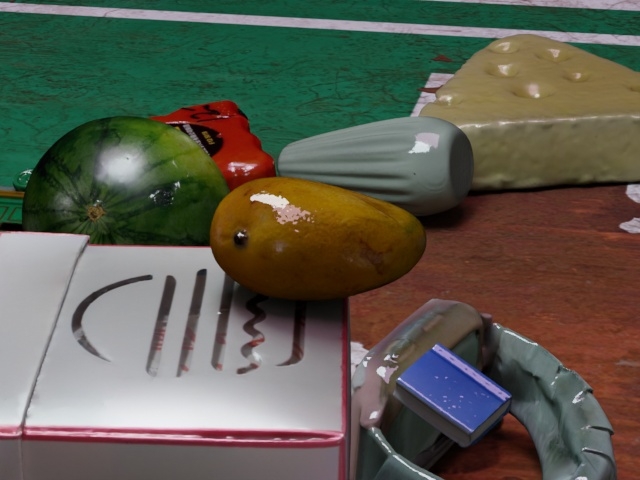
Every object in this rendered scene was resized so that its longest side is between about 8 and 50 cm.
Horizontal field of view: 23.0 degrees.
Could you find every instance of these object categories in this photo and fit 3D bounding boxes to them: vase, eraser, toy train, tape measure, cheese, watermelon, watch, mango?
[{"bbox_3d":[0.066,-0.095,2.019,0.248,0.128,0.128,1,25,26],"label":"vase"},{"bbox_3d":[0.114,0.133,1.353,0.085,0.027,0.063,34,49,24],"label":"eraser"},{"bbox_3d":[-0.400,-0.021,1.926,0.228,0.091,0.136,4,37,10],"label":"toy train"},{"bbox_3d":[-0.183,-0.077,2.001,0.261,0.114,0.253,-12,28,-14],"label":"tape measure"},{"bbox_3d":[0.307,-0.188,2.205,0.384,0.104,0.384,-1,28,1],"label":"cheese"},{"bbox_3d":[-0.212,-0.020,1.747,0.242,0.242,0.242,-1,26,1],"label":"watermelon"},{"bbox_3d":[0.153,0.185,1.420,0.241,0.161,0.253,21,39,28],"label":"watch"},{"bbox_3d":[-0.001,0.002,1.189,0.165,0.089,0.115,11,15,-2],"label":"mango"}]

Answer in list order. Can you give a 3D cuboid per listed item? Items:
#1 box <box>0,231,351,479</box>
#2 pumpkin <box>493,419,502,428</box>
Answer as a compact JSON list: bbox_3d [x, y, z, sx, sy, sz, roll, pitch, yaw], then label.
[{"bbox_3d":[-0.127,0.195,1.226,0.300,0.312,0.314,2,26,1],"label":"box"},{"bbox_3d":[0.145,0.165,1.589,0.083,0.028,0.050,12,31,34],"label":"pumpkin"}]
